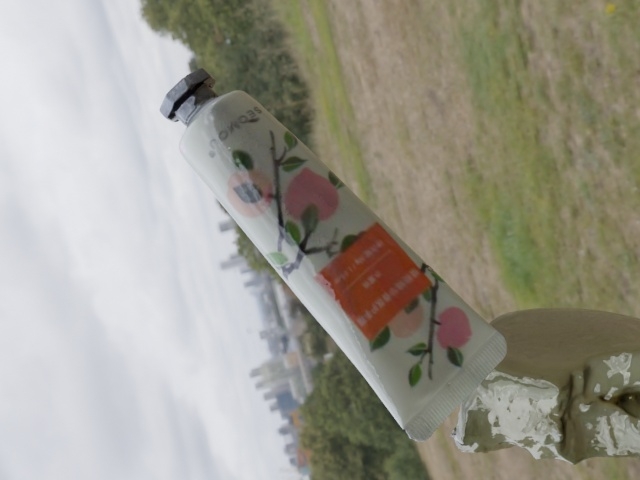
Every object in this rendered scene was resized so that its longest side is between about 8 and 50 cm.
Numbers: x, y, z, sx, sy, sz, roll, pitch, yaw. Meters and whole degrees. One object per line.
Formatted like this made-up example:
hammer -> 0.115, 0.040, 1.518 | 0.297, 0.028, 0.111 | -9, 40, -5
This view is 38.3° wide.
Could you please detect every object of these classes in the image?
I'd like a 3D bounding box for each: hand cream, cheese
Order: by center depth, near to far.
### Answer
hand cream -> 0.000, 0.000, 0.509 | 0.234, 0.080, 0.050 | 47, 160, 7
cheese -> 0.214, 0.116, 0.763 | 0.175, 0.202, 0.091 | -38, -57, -61
